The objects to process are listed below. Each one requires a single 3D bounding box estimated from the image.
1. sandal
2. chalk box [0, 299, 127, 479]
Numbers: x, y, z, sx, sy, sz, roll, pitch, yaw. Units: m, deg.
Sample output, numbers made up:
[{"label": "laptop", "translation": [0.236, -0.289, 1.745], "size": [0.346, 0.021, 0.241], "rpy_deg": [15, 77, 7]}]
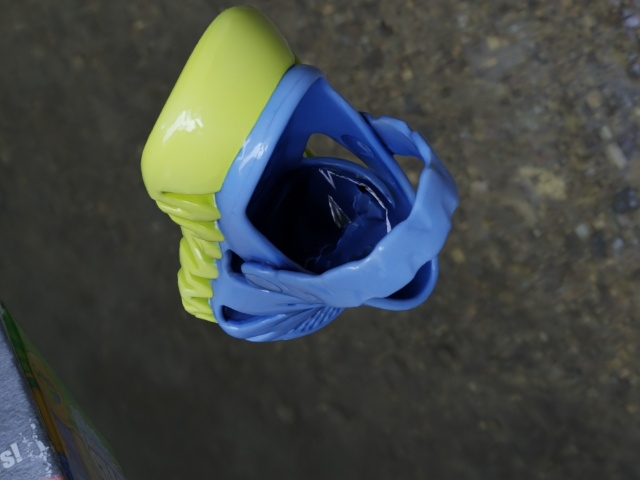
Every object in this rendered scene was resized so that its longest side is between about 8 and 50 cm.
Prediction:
[{"label": "sandal", "translation": [0.000, 0.000, 0.774], "size": [0.138, 0.126, 0.317], "rpy_deg": [28, 171, 11]}, {"label": "chalk box", "translation": [-0.135, 0.124, 0.544], "size": [0.213, 0.132, 0.132], "rpy_deg": [61, 175, 36]}]
